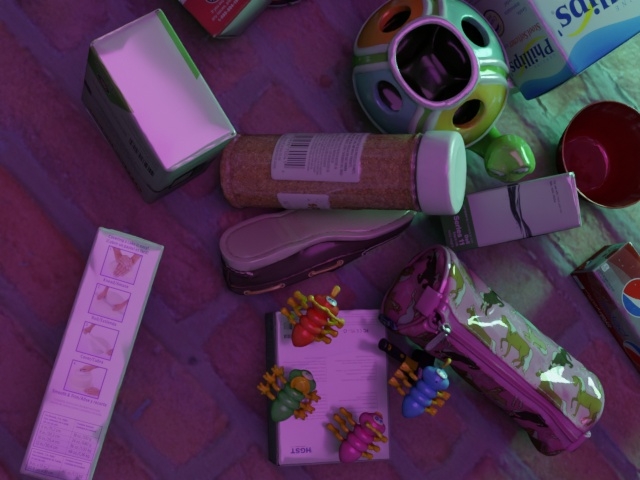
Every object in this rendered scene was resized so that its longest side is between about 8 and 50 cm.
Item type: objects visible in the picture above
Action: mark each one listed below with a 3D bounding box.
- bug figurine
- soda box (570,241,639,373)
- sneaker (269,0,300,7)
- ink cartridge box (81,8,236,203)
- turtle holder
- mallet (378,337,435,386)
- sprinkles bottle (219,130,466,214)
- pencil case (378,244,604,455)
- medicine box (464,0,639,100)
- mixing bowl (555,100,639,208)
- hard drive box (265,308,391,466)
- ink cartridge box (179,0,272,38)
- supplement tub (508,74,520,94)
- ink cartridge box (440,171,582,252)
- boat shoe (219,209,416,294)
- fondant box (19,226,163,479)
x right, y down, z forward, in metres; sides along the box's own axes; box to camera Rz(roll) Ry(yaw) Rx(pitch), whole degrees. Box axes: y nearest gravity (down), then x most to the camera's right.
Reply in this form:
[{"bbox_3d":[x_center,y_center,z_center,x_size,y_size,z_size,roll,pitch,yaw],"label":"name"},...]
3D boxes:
[{"bbox_3d":[0.043,0.204,1.394,0.279,0.072,0.216,33,101,-5],"label":"bug figurine"},{"bbox_3d":[0.544,0.134,1.645,0.092,0.083,0.263,-36,94,-14],"label":"soda box"},{"bbox_3d":[0.017,-0.483,1.527,0.321,0.180,0.125,-30,92,-15],"label":"sneaker"},{"bbox_3d":[-0.240,-0.180,1.389,0.114,0.273,0.198,-32,93,-17],"label":"ink cartridge box"},{"bbox_3d":[0.177,-0.228,1.495,0.243,0.227,0.320,-12,93,4],"label":"turtle holder"},{"bbox_3d":[0.127,0.192,1.503,0.039,0.189,0.062,12,83,29],"label":"mallet"},{"bbox_3d":[0.032,-0.102,1.440,0.355,0.121,0.121,2,83,20],"label":"sprinkles bottle"},{"bbox_3d":[0.270,0.173,1.498,0.386,0.160,0.167,39,59,-21],"label":"pencil case"},{"bbox_3d":[0.383,-0.422,1.564,0.263,0.149,0.289,-35,93,-20],"label":"medicine box"},{"bbox_3d":[0.469,-0.138,1.645,0.181,0.098,0.181,1,85,-14],"label":"mixing bowl"},{"bbox_3d":[0.010,0.224,1.503,0.181,0.089,0.232,1,84,-13],"label":"hard drive box"},{"bbox_3d":[-0.171,-0.487,1.448,0.306,0.131,0.226,46,110,0],"label":"ink cartridge box"},{"bbox_3d":[0.301,-0.301,1.635,0.071,0.071,0.107,-6,86,-14],"label":"supplement tub"},{"bbox_3d":[0.302,-0.044,1.527,0.208,0.153,0.087,-12,89,16],"label":"ink cartridge box"},{"bbox_3d":[0.000,0.000,1.520,0.324,0.097,0.117,-18,48,-18],"label":"boat shoe"},{"bbox_3d":[-0.316,0.160,1.353,0.096,0.238,0.330,17,81,-11],"label":"fondant box"}]
